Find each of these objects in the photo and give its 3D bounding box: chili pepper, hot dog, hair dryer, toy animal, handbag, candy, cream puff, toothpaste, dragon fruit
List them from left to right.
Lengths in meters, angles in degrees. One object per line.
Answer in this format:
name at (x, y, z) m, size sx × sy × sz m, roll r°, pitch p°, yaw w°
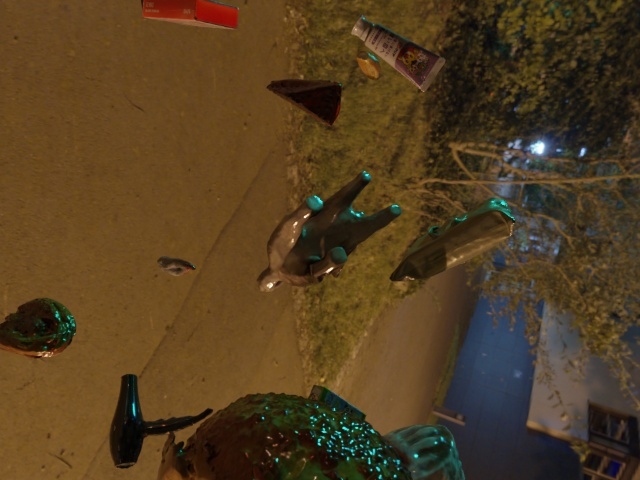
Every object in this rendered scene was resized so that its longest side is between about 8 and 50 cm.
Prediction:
hot dog at (-0.736, 0.227, 1.117) m, size 0.160 × 0.227 × 0.099 m, roll -62°, pitch 142°, yaw -48°
hair dryer at (-0.352, 0.386, 0.977) m, size 0.075 × 0.219 × 0.195 m, roll 99°, pitch -18°, yaw -52°
chili pepper at (-0.377, 0.066, 1.119) m, size 0.050 × 0.153 × 0.041 m, roll 49°, pitch 61°, yaw -41°
cream puff at (-0.019, 0.331, 0.512) m, size 0.228 × 0.350 × 0.350 m, roll -21°, pitch 120°, yaw -60°
dragon fruit at (-0.025, -0.243, 0.701) m, size 0.097 × 0.131 × 0.063 m, roll 22°, pitch 104°, yaw -37°
toy animal at (0.000, 0.000, 1.100) m, size 0.344 × 0.194 × 0.302 m, roll -29°, pitch 169°, yaw -46°
candy at (0.041, 0.514, 1.287) m, size 0.194 × 0.062 × 0.097 m, roll 41°, pitch 61°, yaw -24°
hot dog at (0.110, -0.378, 0.948) m, size 0.028 × 0.044 × 0.137 m, roll -67°, pitch 163°, yaw 7°
toothpaste at (0.238, -0.599, 1.377) m, size 0.114 × 0.299 × 0.073 m, roll -57°, pitch 179°, yaw 13°
candy at (0.178, 0.529, 0.975) m, size 0.289 × 0.214 × 0.157 m, roll -21°, pitch 96°, yaw -14°
handbag at (0.339, 0.002, 1.113) m, size 0.109 × 0.316 × 0.253 m, roll 56°, pitch 25°, yaw -1°

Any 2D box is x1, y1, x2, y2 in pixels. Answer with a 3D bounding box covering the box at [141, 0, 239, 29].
box at (-0.311, -0.538, 1.029) m, size 0.123 × 0.229 × 0.050 m, roll -16°, pitch 122°, yaw -48°
